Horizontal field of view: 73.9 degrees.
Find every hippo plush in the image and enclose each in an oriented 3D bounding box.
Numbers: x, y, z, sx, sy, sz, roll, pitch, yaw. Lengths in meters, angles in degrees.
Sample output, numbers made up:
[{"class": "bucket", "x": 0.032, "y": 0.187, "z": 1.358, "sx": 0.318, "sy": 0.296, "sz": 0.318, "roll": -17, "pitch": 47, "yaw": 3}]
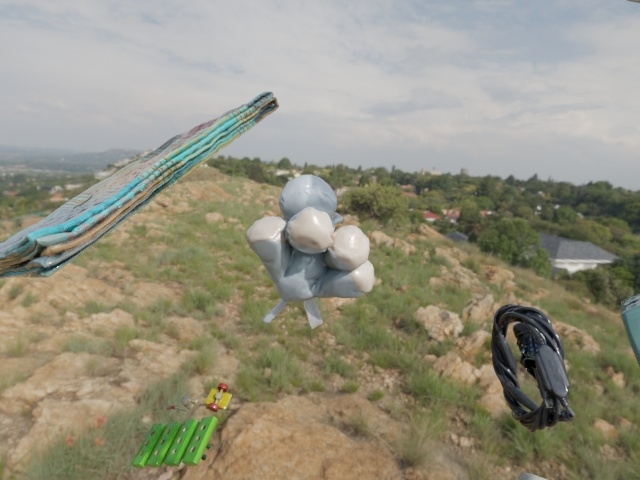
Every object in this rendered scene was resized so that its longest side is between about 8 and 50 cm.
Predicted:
[{"class": "hippo plush", "x": 0.000, "y": 0.000, "z": 0.867, "sx": 0.235, "sy": 0.294, "sz": 0.236, "roll": 4, "pitch": 43, "yaw": 10}]

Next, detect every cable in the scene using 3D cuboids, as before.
[{"class": "cable", "x": 0.310, "y": 0.186, "z": 0.643, "sx": 0.047, "sy": 0.184, "sz": 0.150, "roll": -4, "pitch": -33, "yaw": -7}]

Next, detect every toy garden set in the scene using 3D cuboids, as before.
[{"class": "toy garden set", "x": -0.339, "y": 0.475, "z": 1.082, "sx": 0.245, "sy": 0.049, "sz": 0.203, "roll": -20, "pitch": 31, "yaw": 32}]

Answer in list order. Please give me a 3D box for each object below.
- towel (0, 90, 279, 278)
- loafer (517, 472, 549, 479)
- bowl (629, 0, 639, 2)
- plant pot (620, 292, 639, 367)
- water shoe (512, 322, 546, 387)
[{"class": "towel", "x": -0.245, "y": -0.079, "z": 0.548, "sx": 0.272, "sy": 0.040, "sz": 0.370, "roll": -7, "pitch": 32, "yaw": 39}, {"class": "loafer", "x": 0.217, "y": 0.227, "z": 0.329, "sx": 0.125, "sy": 0.039, "sz": 0.045, "roll": 15, "pitch": -31, "yaw": 25}, {"class": "bowl", "x": 0.452, "y": -0.451, "z": 0.463, "sx": 0.312, "sy": 0.162, "sz": 0.311, "roll": -8, "pitch": -22, "yaw": -3}, {"class": "plant pot", "x": 0.535, "y": 0.170, "z": 0.576, "sx": 0.166, "sy": 0.234, "sz": 0.166, "roll": -37, "pitch": -17, "yaw": 32}, {"class": "water shoe", "x": 0.552, "y": 0.291, "z": 1.101, "sx": 0.080, "sy": 0.072, "sz": 0.203, "roll": 6, "pitch": 39, "yaw": -24}]
